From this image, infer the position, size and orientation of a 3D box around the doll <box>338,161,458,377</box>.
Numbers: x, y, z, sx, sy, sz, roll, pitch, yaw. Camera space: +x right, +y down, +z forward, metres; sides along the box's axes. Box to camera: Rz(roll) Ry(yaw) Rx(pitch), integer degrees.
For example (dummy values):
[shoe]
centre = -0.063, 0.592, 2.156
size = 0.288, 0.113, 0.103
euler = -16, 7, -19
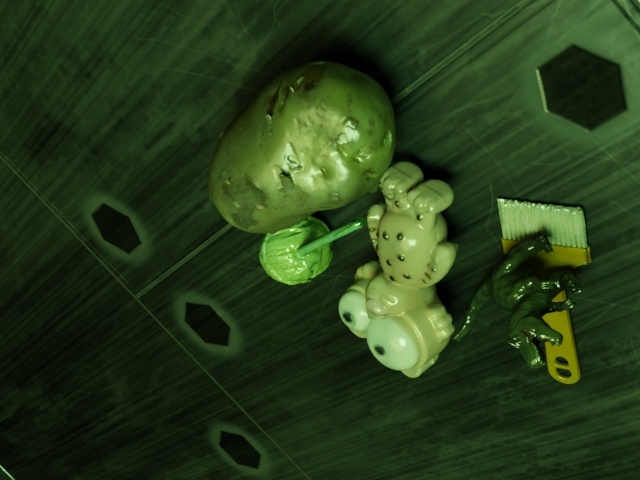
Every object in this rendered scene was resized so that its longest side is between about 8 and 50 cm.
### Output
[doll]
centre = 0.095, 0.035, 1.202
size = 0.154, 0.119, 0.278
euler = 27, 134, 37

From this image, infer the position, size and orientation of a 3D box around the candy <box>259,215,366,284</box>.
[candy]
centre = 0.000, 0.000, 1.173
size = 0.093, 0.092, 0.335
euler = 10, 171, -14

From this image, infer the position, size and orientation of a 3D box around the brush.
[brush]
centre = 0.271, 0.068, 1.170
size = 0.103, 0.013, 0.272
euler = 9, 131, 33

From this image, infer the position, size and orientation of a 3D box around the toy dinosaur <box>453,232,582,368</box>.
[toy dinosaur]
centre = 0.194, 0.077, 1.109
size = 0.179, 0.187, 0.087
euler = -33, 103, 22

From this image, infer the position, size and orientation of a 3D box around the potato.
[potato]
centre = -0.027, -0.104, 1.128
size = 0.262, 0.165, 0.165
euler = -22, 111, 42
